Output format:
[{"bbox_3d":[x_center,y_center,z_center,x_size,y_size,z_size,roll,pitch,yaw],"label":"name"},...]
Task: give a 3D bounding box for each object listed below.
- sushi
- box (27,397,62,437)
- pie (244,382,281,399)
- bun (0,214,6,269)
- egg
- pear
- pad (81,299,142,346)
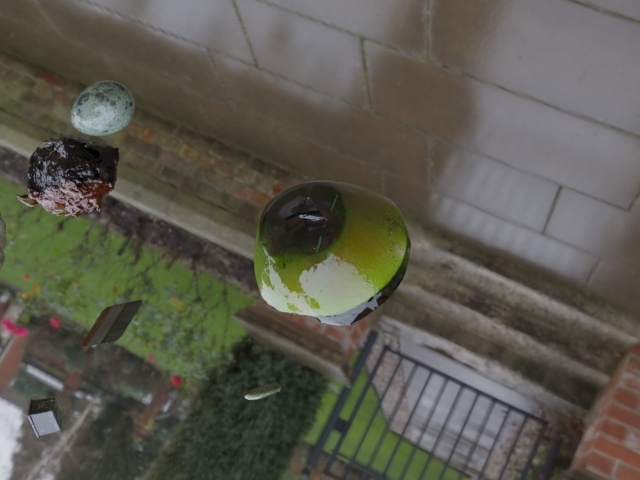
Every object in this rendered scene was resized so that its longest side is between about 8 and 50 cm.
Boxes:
[{"bbox_3d":[-0.690,-0.171,2.188,0.196,0.182,0.343,28,154,-34],"label":"sushi"},{"bbox_3d":[-0.681,0.436,2.003,0.060,0.063,0.085,-109,10,-55],"label":"box"},{"bbox_3d":[-0.124,0.327,1.756,0.085,0.017,0.085,-13,180,0],"label":"pie"},{"bbox_3d":[-0.765,0.012,1.608,0.365,0.365,0.219,18,-174,35],"label":"bun"},{"bbox_3d":[-0.553,-0.331,2.045,0.132,0.172,0.132,-24,-90,-81],"label":"egg"},{"bbox_3d":[0.000,-0.005,1.899,0.398,0.399,0.165,18,157,34],"label":"pear"},{"bbox_3d":[-0.651,0.188,2.593,0.055,0.323,0.250,28,151,-37],"label":"pad"}]
